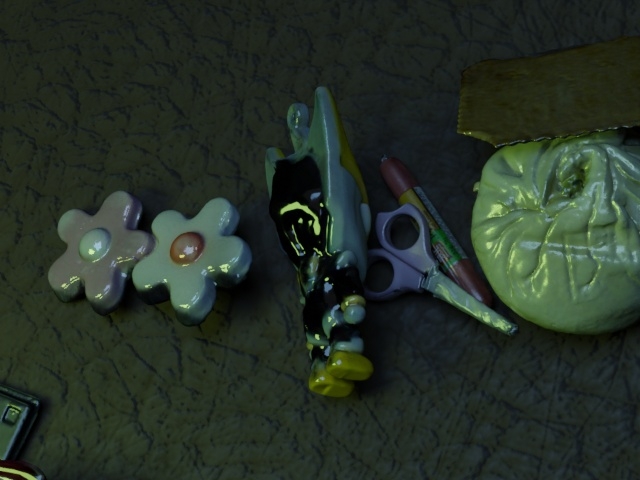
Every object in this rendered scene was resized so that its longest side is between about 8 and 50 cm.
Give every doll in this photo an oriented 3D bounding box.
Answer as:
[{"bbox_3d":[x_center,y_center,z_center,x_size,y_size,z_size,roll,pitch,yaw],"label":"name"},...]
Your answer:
[{"bbox_3d":[0.002,-0.002,1.803,0.103,0.145,0.316,-7,66,-1],"label":"doll"}]

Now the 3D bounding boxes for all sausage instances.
[{"bbox_3d":[0.119,-0.007,1.828,0.029,0.029,0.223,-32,63,0],"label":"sausage"}]

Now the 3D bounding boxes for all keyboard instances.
[{"bbox_3d":[-0.411,0.173,1.900,0.230,0.025,0.093,19,75,22],"label":"keyboard"}]

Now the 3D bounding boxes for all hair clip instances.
[{"bbox_3d":[-0.181,0.017,1.883,0.257,0.075,0.146,8,74,24],"label":"hair clip"}]

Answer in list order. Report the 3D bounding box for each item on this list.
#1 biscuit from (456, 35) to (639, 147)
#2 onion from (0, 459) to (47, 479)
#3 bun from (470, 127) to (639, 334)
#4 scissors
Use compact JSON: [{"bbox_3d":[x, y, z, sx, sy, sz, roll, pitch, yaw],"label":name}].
[{"bbox_3d":[0.252,-0.153,1.784,0.232,0.013,0.237,-8,25,11],"label":"biscuit"},{"bbox_3d":[-0.336,0.319,1.760,0.227,0.120,0.283,-39,66,-1],"label":"onion"},{"bbox_3d":[0.256,-0.025,1.735,0.229,0.145,0.229,-6,57,10],"label":"bun"},{"bbox_3d":[0.120,0.044,1.785,0.212,0.021,0.110,33,97,34],"label":"scissors"}]
